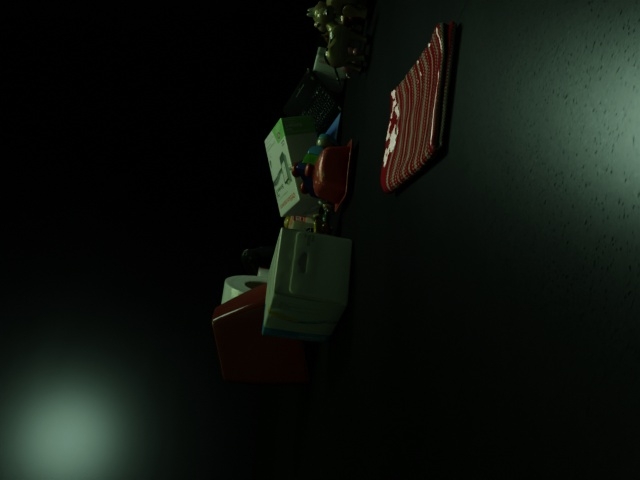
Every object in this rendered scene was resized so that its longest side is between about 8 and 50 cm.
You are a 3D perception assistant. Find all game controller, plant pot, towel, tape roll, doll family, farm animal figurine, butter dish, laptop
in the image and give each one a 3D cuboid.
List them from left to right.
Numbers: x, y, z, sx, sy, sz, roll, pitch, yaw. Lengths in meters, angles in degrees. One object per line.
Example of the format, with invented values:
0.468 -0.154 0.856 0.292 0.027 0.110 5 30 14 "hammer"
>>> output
-0.177 0.271 1.887 0.267 0.235 0.268 -136 36 -81 "plant pot"
-0.185 0.200 2.169 0.286 0.286 0.100 -116 35 -78 "tape roll"
-0.188 0.117 2.484 0.319 0.166 0.067 72 180 -54 "game controller"
-0.039 -0.375 2.146 0.136 0.264 0.234 -37 -6 -37 "laptop"
0.000 0.000 1.768 0.111 0.075 0.193 -87 -10 -50 "doll family"
0.018 -0.173 1.689 0.160 0.118 0.160 124 155 -72 "butter dish"
0.054 -0.629 1.786 0.330 0.172 0.327 -92 13 -59 "farm animal figurine"
0.146 -0.193 1.027 0.275 0.031 0.199 135 143 -78 "towel"

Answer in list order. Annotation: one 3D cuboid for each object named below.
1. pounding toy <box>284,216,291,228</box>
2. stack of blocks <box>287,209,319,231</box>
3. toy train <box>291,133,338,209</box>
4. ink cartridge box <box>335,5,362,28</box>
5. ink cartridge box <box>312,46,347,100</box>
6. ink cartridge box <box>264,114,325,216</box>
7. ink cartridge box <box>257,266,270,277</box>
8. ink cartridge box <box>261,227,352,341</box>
-0.098 -0.091 2.579 0.237 0.110 0.183 114 164 -63 "pounding toy"
-0.056 -0.086 2.320 0.171 0.087 0.297 -92 14 -60 "stack of blocks"
0.016 -0.183 1.884 0.144 0.105 0.248 -63 -26 -20 "toy train"
0.088 -0.830 2.100 0.189 0.096 0.256 142 136 -80 "ink cartridge box"
0.029 -0.543 2.141 0.151 0.109 0.063 107 174 -48 "ink cartridge box"
-0.076 -0.232 2.094 0.198 0.114 0.273 145 114 -66 "ink cartridge box"
-0.165 0.212 2.454 0.237 0.171 0.100 108 169 -53 "ink cartridge box"
-0.035 0.109 1.524 0.233 0.168 0.171 111 166 -59 "ink cartridge box"
